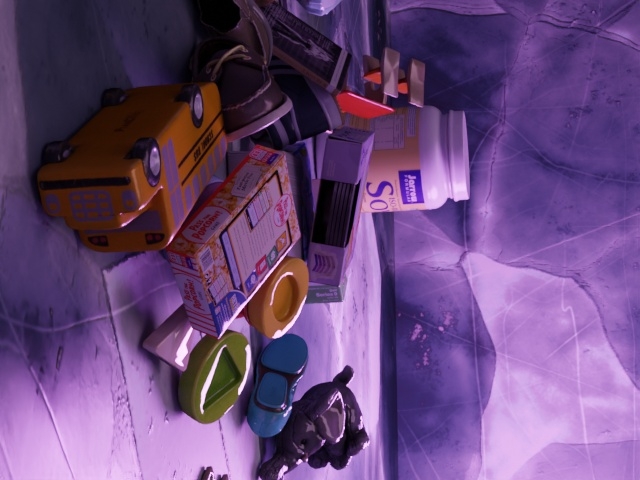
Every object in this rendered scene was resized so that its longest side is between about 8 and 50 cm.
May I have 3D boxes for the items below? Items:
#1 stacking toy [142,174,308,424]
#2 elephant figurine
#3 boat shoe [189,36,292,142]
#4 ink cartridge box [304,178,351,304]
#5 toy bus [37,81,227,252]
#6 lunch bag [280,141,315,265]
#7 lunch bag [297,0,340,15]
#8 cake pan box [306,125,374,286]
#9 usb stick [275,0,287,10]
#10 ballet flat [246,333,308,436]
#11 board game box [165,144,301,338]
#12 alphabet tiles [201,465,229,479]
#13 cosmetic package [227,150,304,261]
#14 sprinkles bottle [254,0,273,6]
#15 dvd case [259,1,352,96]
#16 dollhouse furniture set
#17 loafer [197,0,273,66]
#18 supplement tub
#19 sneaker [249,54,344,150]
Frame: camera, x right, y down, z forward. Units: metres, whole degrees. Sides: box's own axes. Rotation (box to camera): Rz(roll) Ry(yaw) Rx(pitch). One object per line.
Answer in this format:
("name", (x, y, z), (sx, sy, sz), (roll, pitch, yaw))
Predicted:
("stacking toy", (-0.161, 0.074, 1.462), (0.279, 0.130, 0.309), (-58, 151, -23))
("elephant figurine", (-0.020, 0.321, 1.917), (0.239, 0.169, 0.186), (30, 27, -59))
("boat shoe", (-0.117, -0.209, 1.457), (0.324, 0.116, 0.097), (-122, -172, -70))
("ink cartridge box", (0.000, 0.000, 2.215), (0.154, 0.093, 0.212), (-75, 157, -56))
("toy bus", (-0.194, -0.087, 1.194), (0.333, 0.108, 0.130), (-71, 158, -64))
("lunch bag", (-0.059, -0.060, 1.929), (0.176, 0.090, 0.219), (-56, 141, -71))
("lunch bag", (-0.003, -0.575, 2.007), (0.223, 0.160, 0.262), (97, -10, -49))
("cake pan box", (0.034, -0.065, 1.867), (0.267, 0.070, 0.246), (-51, 149, -79))
("usb stick", (-0.096, -0.545, 1.978), (0.077, 0.045, 0.278), (-72, 156, -71))
("ballet flat", (-0.078, 0.246, 1.828), (0.247, 0.083, 0.087), (-69, 178, -64))
("board game box", (-0.100, 0.001, 1.329), (0.193, 0.045, 0.147), (-51, 147, -34))
("alphabet tiles", (-0.156, 0.494, 1.494), (0.342, 0.011, 0.285), (-72, 157, -62))
("cosmetic package", (-0.085, -0.022, 1.763), (0.127, 0.107, 0.238), (16, 75, -79))
("sprinkles bottle", (-0.109, -0.546, 1.718), (0.121, 0.121, 0.355), (62, 27, -65))
("dvd case", (-0.049, -0.338, 1.830), (0.018, 0.221, 0.164), (-52, -168, 30))
("dollhouse furniture set", (0.035, -0.280, 2.130), (0.259, 0.262, 0.135), (14, 73, -43))
("loafer", (-0.142, -0.328, 1.608), (0.251, 0.094, 0.087), (65, 34, -49))
("supplement tub", (0.169, -0.185, 2.506), (0.241, 0.331, 0.241), (-3, 90, -79))
("sneaker", (-0.085, -0.265, 1.885), (0.282, 0.153, 0.099), (57, -8, 39))
